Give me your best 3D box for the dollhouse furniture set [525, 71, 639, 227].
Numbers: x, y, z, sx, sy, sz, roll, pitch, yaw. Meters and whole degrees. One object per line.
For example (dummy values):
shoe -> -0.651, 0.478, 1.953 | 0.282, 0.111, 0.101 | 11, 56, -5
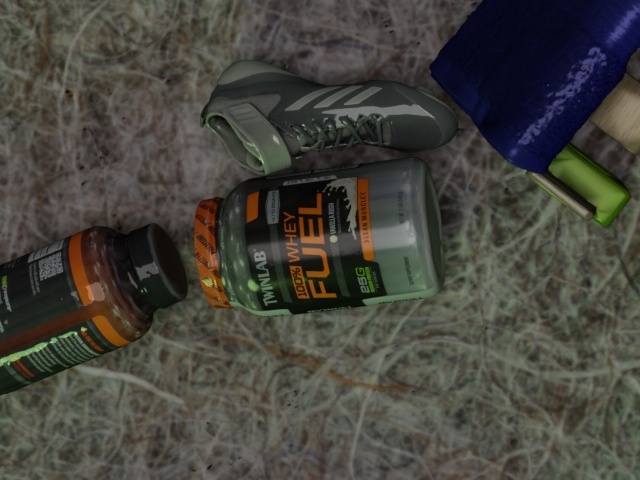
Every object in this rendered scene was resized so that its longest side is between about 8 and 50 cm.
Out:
dollhouse furniture set -> 0.311, -0.123, 1.380 | 0.197, 0.151, 0.301 | 38, 101, 4

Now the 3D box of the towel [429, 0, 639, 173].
towel -> 0.222, -0.197, 1.364 | 0.076, 0.227, 0.308 | 35, 102, -23

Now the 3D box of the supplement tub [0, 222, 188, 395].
supplement tub -> -0.214, 0.054, 1.517 | 0.198, 0.106, 0.106 | -22, 92, 12

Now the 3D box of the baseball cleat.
baseball cleat -> 0.004, -0.087, 1.459 | 0.206, 0.109, 0.072 | 11, 140, 20

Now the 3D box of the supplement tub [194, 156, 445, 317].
supplement tub -> 0.000, 0.000, 1.467 | 0.190, 0.117, 0.117 | -8, 95, 11
